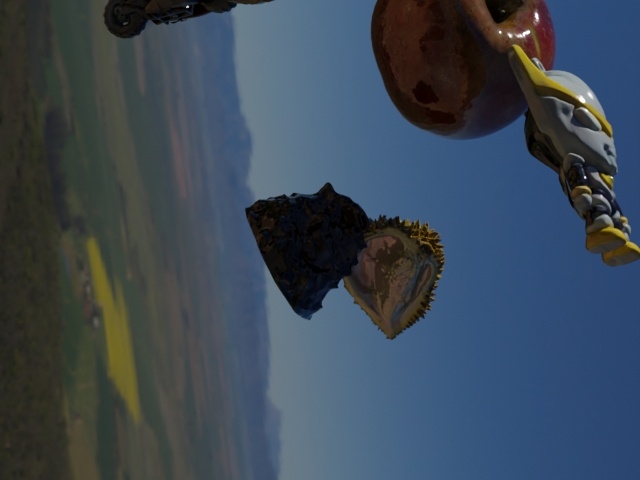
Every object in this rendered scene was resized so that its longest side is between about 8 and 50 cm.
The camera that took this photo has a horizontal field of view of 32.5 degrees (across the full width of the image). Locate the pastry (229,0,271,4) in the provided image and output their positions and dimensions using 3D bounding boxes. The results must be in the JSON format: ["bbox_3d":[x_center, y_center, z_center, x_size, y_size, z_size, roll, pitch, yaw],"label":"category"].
[{"bbox_3d":[-0.109,-0.412,1.384,0.132,0.235,0.240,-57,153,-31],"label":"pastry"}]

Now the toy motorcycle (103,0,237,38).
[{"bbox_3d":[-0.215,-0.363,1.553,0.082,0.213,0.122,20,60,-71],"label":"toy motorcycle"}]

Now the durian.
[{"bbox_3d":[0.140,0.041,2.031,0.138,0.183,0.249,-43,152,-41],"label":"durian"}]

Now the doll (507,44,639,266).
[{"bbox_3d":[0.315,-0.114,1.374,0.103,0.145,0.316,-48,-137,44],"label":"doll"}]

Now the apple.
[{"bbox_3d":[0.247,-0.346,1.938,0.277,0.348,0.348,-39,-127,48],"label":"apple"}]

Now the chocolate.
[{"bbox_3d":[0.000,0.000,1.859,0.224,0.177,0.206,57,8,-30],"label":"chocolate"}]
